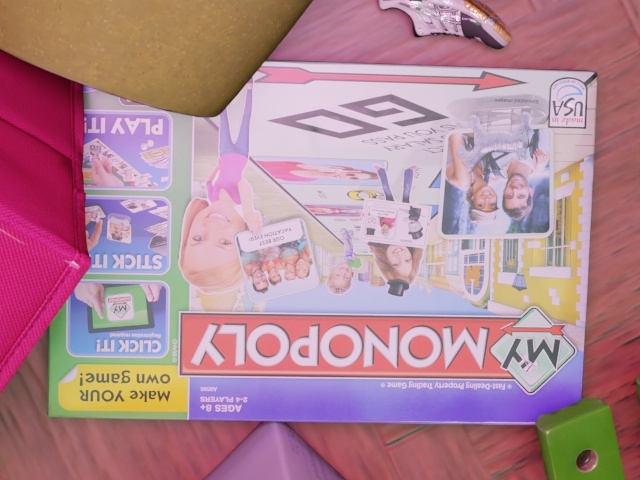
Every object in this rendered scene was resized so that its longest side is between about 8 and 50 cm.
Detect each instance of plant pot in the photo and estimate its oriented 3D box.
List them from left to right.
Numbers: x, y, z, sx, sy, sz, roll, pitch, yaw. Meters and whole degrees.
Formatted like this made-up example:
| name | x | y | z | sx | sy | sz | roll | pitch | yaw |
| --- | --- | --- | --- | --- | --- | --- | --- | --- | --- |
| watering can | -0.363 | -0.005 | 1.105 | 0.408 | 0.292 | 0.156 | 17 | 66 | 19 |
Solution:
| name | x | y | z | sx | sy | sz | roll | pitch | yaw |
| --- | --- | --- | --- | --- | --- | --- | --- | --- | --- |
| plant pot | -0.065 | -0.222 | 0.913 | 0.275 | 0.275 | 0.293 | 19 | 100 | -7 |

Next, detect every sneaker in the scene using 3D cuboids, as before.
| name | x | y | z | sx | sy | sz | roll | pitch | yaw |
| --- | --- | --- | --- | --- | --- | --- | --- | --- | --- |
| sneaker | 0.072 | -0.132 | 1.050 | 0.083 | 0.032 | 0.037 | 32 | 107 | -3 |

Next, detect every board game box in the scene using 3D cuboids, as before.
| name | x | y | z | sx | sy | sz | roll | pitch | yaw |
| --- | --- | --- | --- | --- | --- | --- | --- | --- | --- |
| board game box | 0.000 | 0.000 | 1.050 | 0.317 | 0.046 | 0.213 | 1 | 96 | -5 |

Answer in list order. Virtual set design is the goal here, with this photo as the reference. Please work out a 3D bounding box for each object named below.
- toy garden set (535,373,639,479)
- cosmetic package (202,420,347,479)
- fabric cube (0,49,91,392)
| name | x | y | z | sx | sy | sz | roll | pitch | yaw |
| --- | --- | --- | --- | --- | --- | --- | --- | --- | --- |
| toy garden set | 0.251 | 0.151 | 1.078 | 0.244 | 0.049 | 0.204 | -20 | 111 | -15 |
| cosmetic package | 0.012 | 0.237 | 0.989 | 0.138 | 0.224 | 0.224 | -44 | 99 | 2 |
| fabric cube | -0.289 | -0.004 | 0.875 | 0.258 | 0.259 | 0.254 | 32 | 105 | -20 |
